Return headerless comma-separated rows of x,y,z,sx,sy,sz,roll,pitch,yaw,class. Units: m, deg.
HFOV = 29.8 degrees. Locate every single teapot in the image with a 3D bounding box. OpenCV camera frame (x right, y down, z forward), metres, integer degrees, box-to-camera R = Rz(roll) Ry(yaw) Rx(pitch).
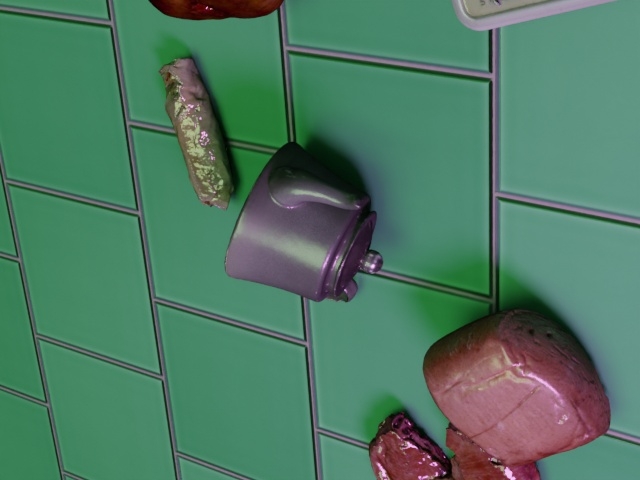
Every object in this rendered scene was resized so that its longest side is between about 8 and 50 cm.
0.000,0.000,1.301,0.149,0.162,0.239,24,152,11,teapot

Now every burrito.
-0.143,-0.121,1.397,0.058,0.045,0.188,1,116,44,burrito

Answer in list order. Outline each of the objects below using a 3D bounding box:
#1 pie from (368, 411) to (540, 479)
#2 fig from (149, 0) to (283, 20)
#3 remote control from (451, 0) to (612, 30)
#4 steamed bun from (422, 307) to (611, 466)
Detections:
0.156,0.281,1.386,0.218,0.054,0.204,-29,94,43,pie
-0.105,-0.353,1.191,0.170,0.145,0.274,12,107,30,fig
0.250,-0.269,1.006,0.335,0.065,0.128,-6,112,39,remote control
0.208,0.147,1.246,0.175,0.106,0.145,46,129,-12,steamed bun
